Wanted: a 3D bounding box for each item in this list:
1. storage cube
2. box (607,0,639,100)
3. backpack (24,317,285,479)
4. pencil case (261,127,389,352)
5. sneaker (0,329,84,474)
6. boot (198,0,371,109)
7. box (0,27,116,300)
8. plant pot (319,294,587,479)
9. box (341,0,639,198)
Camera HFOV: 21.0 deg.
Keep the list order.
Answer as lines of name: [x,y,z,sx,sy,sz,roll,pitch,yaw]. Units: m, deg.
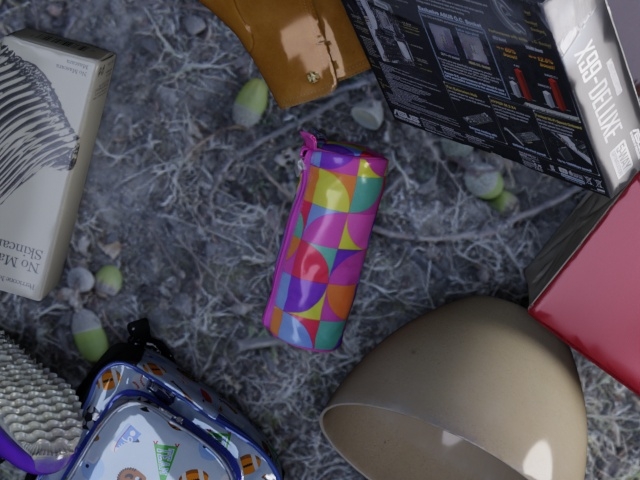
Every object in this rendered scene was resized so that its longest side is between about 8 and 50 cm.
storage cube: [0.345,0.037,1.797,0.193,0.183,0.215,36,104,-2]
box: [0.279,-0.251,1.744,0.167,0.168,0.203,-41,96,11]
backpack: [-0.171,0.272,1.890,0.263,0.213,0.276,30,101,-13]
pencil case: [0.000,0.000,1.861,0.104,0.104,0.236,12,103,2]
sneaker: [-0.351,0.202,1.872,0.102,0.293,0.146,0,113,-36]
boot: [-0.077,-0.237,1.811,0.295,0.104,0.211,-14,101,4]
box: [-0.312,-0.084,1.869,0.113,0.094,0.275,15,103,1]
plant pot: [0.166,0.171,1.824,0.284,0.284,0.191,30,66,-2]
box: [0.157,-0.188,1.669,0.076,0.307,0.242,-44,131,-20]
